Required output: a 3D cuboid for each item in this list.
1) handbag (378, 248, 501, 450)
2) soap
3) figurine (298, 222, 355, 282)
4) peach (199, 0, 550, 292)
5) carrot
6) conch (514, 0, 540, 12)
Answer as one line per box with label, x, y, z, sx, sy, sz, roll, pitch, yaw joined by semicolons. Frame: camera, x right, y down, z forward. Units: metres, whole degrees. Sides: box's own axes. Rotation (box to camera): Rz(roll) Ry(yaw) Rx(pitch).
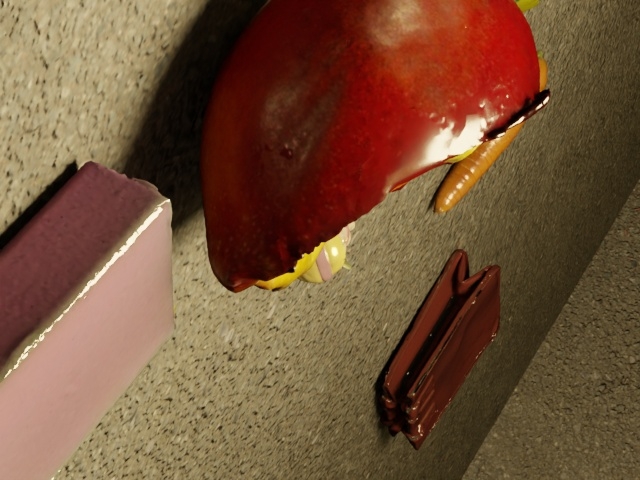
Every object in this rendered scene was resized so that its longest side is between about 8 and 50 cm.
handbag;0.190;0.174;2.298;0.275;0.084;0.260;-57;162;-18
soap;-0.206;0.088;1.038;0.259;0.081;0.181;-53;161;-32
figurine;0.000;0.000;1.546;0.187;0.083;0.083;-55;166;-66
peach;0.014;-0.112;1.197;0.361;0.201;0.257;-36;-178;-30
carrot;0.236;-0.144;2.010;0.271;0.062;0.066;-58;-165;-3
conch;0.216;-0.305;1.695;0.201;0.079;0.095;-34;129;-42
